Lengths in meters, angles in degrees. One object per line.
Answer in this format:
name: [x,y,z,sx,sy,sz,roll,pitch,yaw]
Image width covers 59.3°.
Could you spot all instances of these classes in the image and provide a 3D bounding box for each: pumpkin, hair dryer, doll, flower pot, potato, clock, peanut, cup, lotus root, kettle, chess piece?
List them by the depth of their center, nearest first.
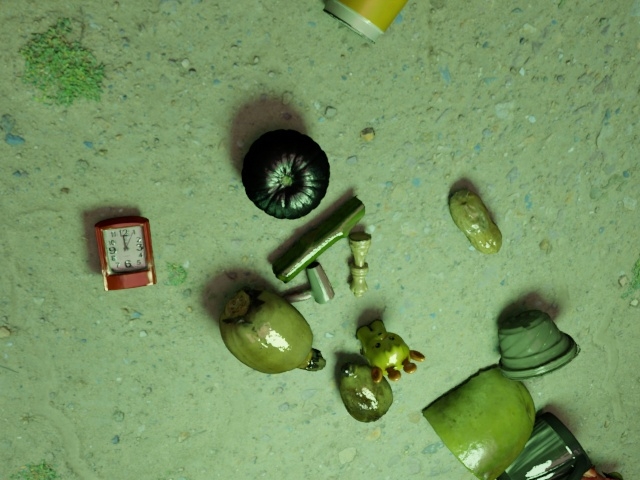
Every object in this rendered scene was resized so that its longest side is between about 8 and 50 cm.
cup: [0.130,-0.552,1.126,0.196,0.196,0.279,25,108,-25]
clock: [-0.427,0.025,1.238,0.113,0.061,0.155,-6,109,-16]
pumpkin: [-0.075,-0.146,1.240,0.202,0.140,0.201,-1,108,-2]
lotus root: [-0.106,0.241,1.367,0.183,0.183,0.310,-45,124,3]
hair dryer: [-0.050,0.129,1.410,0.154,0.054,0.106,-26,112,-2]
chess piece: [0.099,0.067,1.429,0.060,0.060,0.172,-7,115,-15]
doll: [0.169,0.295,1.452,0.143,0.221,0.135,-21,112,-13]
peanut: [0.407,-0.042,1.471,0.099,0.099,0.214,-40,123,0]
lotus root: [0.118,0.404,1.529,0.138,0.138,0.214,-29,116,-5]
flower pot: [0.601,0.286,1.606,0.236,0.235,0.140,-24,94,-8]
potato: [0.533,0.551,1.675,0.330,0.213,0.280,40,95,-28]
kettle: [0.688,0.717,1.772,0.271,0.250,0.207,-32,134,-1]

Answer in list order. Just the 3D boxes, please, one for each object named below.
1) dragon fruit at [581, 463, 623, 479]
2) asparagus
dragon fruit: [0.921,0.879,1.944,0.307,0.243,0.227,4,87,-58]
asparagus: [-0.001,-0.001,1.367,0.278,0.060,0.067,-38,98,-1]
